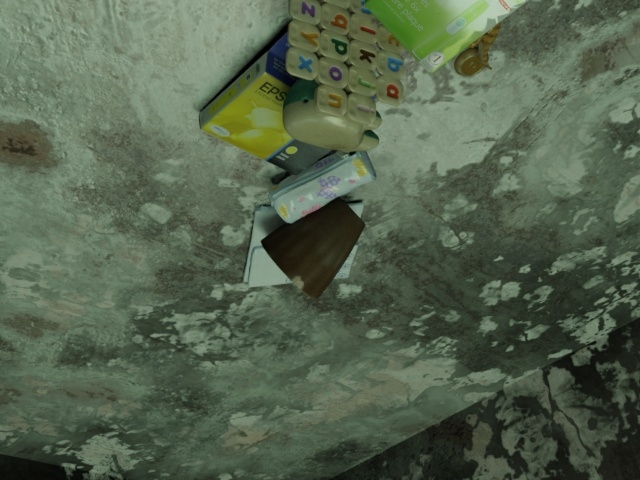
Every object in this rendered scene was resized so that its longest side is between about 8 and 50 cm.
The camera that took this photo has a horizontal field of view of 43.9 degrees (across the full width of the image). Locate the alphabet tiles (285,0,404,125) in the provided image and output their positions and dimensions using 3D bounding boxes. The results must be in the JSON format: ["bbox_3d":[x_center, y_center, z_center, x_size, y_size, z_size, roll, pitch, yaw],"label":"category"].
[{"bbox_3d":[0.052,-0.377,1.590,0.277,0.284,0.021,9,166,-31],"label":"alphabet tiles"}]

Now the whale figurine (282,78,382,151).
[{"bbox_3d":[0.033,-0.271,1.708,0.216,0.141,0.272,-3,168,29],"label":"whale figurine"}]

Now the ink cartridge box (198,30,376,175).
[{"bbox_3d":[-0.061,-0.293,1.793,0.303,0.072,0.307,24,137,-39],"label":"ink cartridge box"}]

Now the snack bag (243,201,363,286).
[{"bbox_3d":[-0.044,0.013,2.246,0.323,0.037,0.343,-3,142,-15],"label":"snack bag"}]

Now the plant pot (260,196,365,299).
[{"bbox_3d":[0.000,0.000,2.086,0.230,0.215,0.215,-43,139,5],"label":"plant pot"}]

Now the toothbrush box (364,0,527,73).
[{"bbox_3d":[0.257,-0.499,1.546,0.283,0.122,0.206,-34,118,30],"label":"toothbrush box"}]

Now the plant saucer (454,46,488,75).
[{"bbox_3d":[0.353,-0.412,1.850,0.083,0.015,0.083,-10,143,-7],"label":"plant saucer"}]

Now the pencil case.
[{"bbox_3d":[0.005,-0.146,1.986,0.273,0.114,0.124,-27,170,18],"label":"pencil case"}]

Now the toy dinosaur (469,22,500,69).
[{"bbox_3d":[0.363,-0.449,1.754,0.112,0.064,0.212,-2,137,-11],"label":"toy dinosaur"}]
